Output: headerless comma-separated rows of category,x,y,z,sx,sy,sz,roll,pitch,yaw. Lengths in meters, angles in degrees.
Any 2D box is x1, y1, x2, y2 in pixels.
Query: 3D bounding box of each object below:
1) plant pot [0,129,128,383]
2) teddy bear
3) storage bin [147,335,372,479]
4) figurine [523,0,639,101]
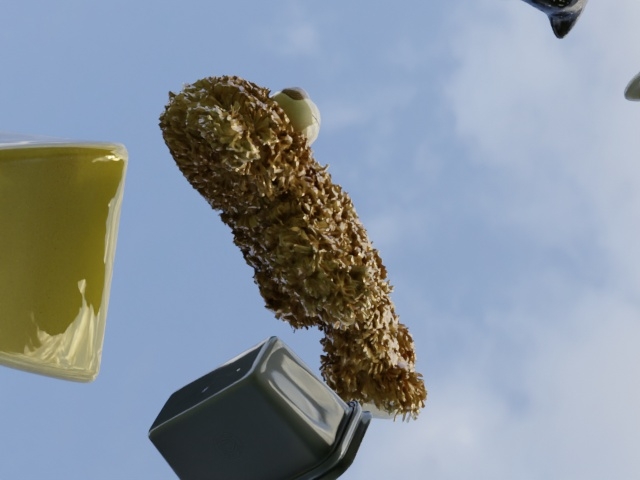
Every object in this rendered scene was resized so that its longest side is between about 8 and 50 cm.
plant pot,-0.315,0.003,1.438,0.212,0.187,0.212,8,-89,32
teddy bear,0.000,0.000,1.402,0.113,0.245,0.338,-28,-87,13
storage bin,-0.046,0.127,1.162,0.135,0.098,0.091,-30,-73,31
figurine,0.266,-0.203,1.257,0.215,0.092,0.209,39,-67,0
